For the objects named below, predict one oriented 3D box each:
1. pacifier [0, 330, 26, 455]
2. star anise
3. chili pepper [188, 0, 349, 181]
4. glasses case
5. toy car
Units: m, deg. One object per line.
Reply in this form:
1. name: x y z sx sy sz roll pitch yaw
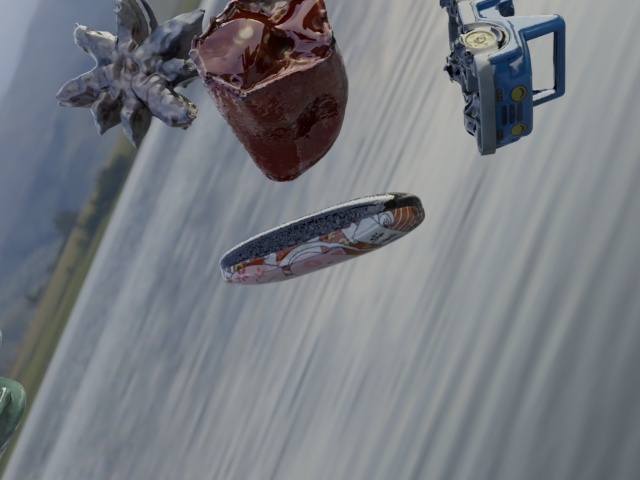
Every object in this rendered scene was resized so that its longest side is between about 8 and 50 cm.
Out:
1. pacifier: -0.271 0.124 0.995 0.150 0.116 0.127 -50 28 44
2. star anise: -0.227 -0.215 1.811 0.229 0.236 0.093 -45 -26 15
3. chili pepper: -0.035 -0.150 1.506 0.144 0.136 0.253 -61 -22 -20
4. glasses case: 0.000 0.000 1.727 0.266 0.067 0.103 -19 -6 26
5. toy car: 0.160 -0.165 1.253 0.191 0.100 0.097 -97 -2 -49
